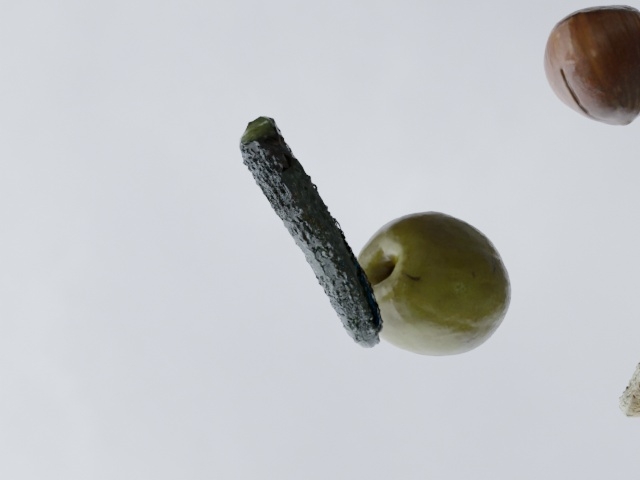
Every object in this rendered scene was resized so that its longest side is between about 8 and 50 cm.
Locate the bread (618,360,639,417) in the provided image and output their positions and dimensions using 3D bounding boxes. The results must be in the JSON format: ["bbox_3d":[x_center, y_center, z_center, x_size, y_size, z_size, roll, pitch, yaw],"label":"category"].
[{"bbox_3d":[0.373,0.161,2.067,0.070,0.083,0.035,-5,-134,-21],"label":"bread"}]

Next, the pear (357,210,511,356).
[{"bbox_3d":[0.112,0.044,1.859,0.162,0.149,0.149,14,-136,-40],"label":"pear"}]

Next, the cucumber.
[{"bbox_3d":[0.000,-0.001,1.616,0.043,0.044,0.257,-58,-48,-36],"label":"cucumber"}]

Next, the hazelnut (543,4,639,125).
[{"bbox_3d":[0.349,-0.215,2.262,0.150,0.150,0.150,28,-142,-24],"label":"hazelnut"}]
